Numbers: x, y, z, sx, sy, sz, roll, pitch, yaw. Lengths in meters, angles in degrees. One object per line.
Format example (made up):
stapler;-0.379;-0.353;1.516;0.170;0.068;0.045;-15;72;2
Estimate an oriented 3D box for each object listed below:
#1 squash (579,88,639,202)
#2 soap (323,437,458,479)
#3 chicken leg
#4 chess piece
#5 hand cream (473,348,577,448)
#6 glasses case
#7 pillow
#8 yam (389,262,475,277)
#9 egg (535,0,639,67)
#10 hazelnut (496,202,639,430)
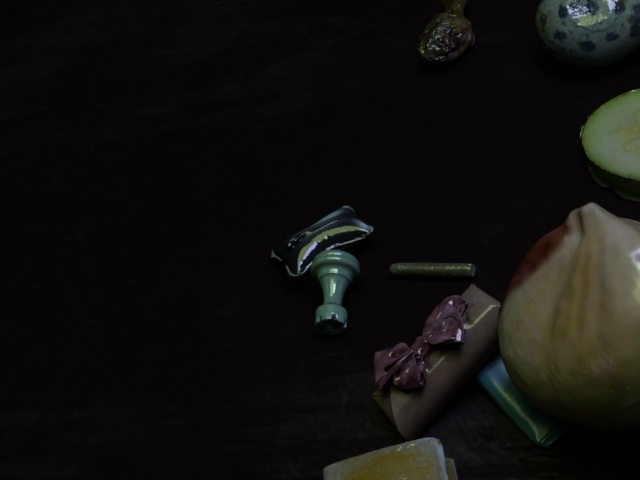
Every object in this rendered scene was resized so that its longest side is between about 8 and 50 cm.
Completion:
squash;0.458;-0.140;1.441;0.219;0.041;0.219;-13;42;12
soap;0.081;0.325;1.108;0.140;0.073;0.232;-19;42;13
chicken leg;0.214;-0.353;1.779;0.085;0.069;0.198;-27;27;35
chess piece;0.016;0.071;1.423;0.067;0.067;0.103;-8;52;19
hand cream;0.216;0.148;1.261;0.083;0.048;0.224;-35;48;-11
glasses case;0.127;0.123;1.255;0.193;0.070;0.102;-48;50;1
pillow;0.001;0.002;1.508;0.136;0.055;0.091;-28;6;-10
yam;0.145;0.039;1.421;0.116;0.021;0.021;0;47;25
egg;0.405;-0.324;1.587;0.182;0.141;0.141;1;47;30
hazelnut;0.311;0.074;1.118;0.261;0.241;0.261;-9;8;1
